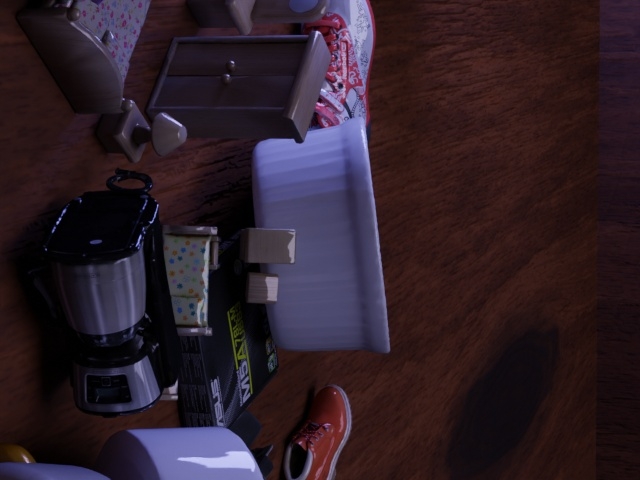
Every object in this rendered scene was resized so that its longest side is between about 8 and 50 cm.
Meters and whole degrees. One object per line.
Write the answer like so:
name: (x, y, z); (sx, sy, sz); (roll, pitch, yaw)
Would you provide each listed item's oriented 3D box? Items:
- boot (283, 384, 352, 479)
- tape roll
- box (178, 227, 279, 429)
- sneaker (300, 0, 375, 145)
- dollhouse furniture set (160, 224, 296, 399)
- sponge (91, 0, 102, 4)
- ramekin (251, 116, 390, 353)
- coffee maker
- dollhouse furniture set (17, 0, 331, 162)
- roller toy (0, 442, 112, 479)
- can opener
boot: (-0.006, 0.257, 1.979); (0.084, 0.059, 0.158); (45, 53, -54)
tape roll: (-0.133, 0.313, 1.387); (0.100, 0.286, 0.286); (2, 91, -25)
box: (-0.110, 0.105, 1.724); (0.184, 0.045, 0.191); (-47, 134, -61)
sneaker: (0.008, -0.211, 1.908); (0.145, 0.090, 0.270); (-47, 138, -60)
dollhouse furniture set: (-0.100, 0.077, 1.560); (0.101, 0.160, 0.182); (-178, -90, -69)
sponge: (-0.193, -0.308, 1.371); (0.117, 0.031, 0.210); (48, 37, -16)
ramekin: (0.000, 0.000, 1.759); (0.277, 0.135, 0.277); (-6, 90, -88)
coffee maker: (-0.185, 0.052, 1.428); (0.171, 0.120, 0.178); (-43, 137, -48)
dollhouse furniture set: (-0.127, -0.261, 1.474); (0.355, 0.173, 0.303); (63, 37, -51)
roller toy: (-0.239, 0.281, 1.255); (0.146, 0.209, 0.191); (24, 83, -67)
can opener: (-0.133, 0.300, 1.684); (0.093, 0.074, 0.280); (49, 35, -10)
